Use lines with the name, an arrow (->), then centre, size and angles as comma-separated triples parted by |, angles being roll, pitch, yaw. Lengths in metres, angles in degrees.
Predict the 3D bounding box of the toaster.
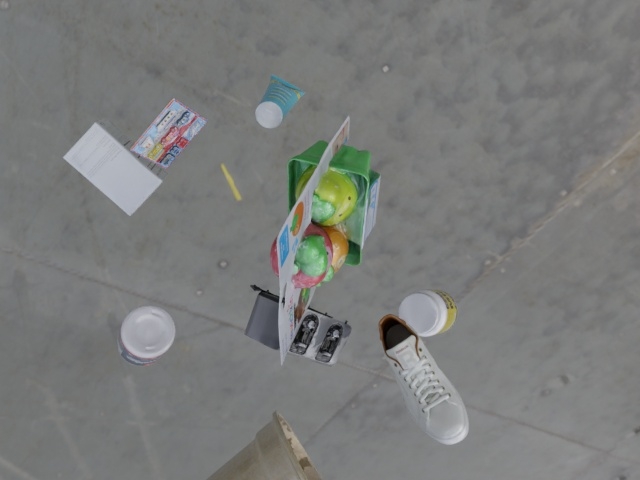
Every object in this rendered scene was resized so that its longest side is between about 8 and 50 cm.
toaster -> -0.057, 0.187, 1.414 | 0.168, 0.185, 0.110 | 27, 82, -41

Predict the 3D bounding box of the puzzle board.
puzzle board -> -0.283, -0.198, 1.231 | 0.128, 0.011, 0.096 | -47, 147, 11

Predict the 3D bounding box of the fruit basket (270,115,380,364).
fruit basket -> 0.000, 0.000, 1.182 | 0.165, 0.353, 0.327 | 10, 134, 8

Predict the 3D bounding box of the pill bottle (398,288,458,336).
pill bottle -> 0.273, 0.183, 1.662 | 0.119, 0.119, 0.208 | -36, 164, 16

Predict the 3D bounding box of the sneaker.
sneaker -> 0.189, 0.271, 1.309 | 0.105, 0.290, 0.123 | -35, 140, 5

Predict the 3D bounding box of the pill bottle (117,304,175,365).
pill bottle -> -0.371, 0.207, 1.377 | 0.107, 0.108, 0.180 | 4, 160, -20

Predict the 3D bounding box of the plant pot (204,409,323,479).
plant pot -> -0.134, 0.568, 1.309 | 0.305, 0.334, 0.334 | -31, 134, -6

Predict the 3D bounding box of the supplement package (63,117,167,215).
supplement package -> -0.428, -0.157, 1.382 | 0.105, 0.105, 0.179 | -44, 106, 6

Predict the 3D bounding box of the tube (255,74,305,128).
tube -> -0.082, -0.282, 1.306 | 0.080, 0.207, 0.052 | 31, 119, -9
